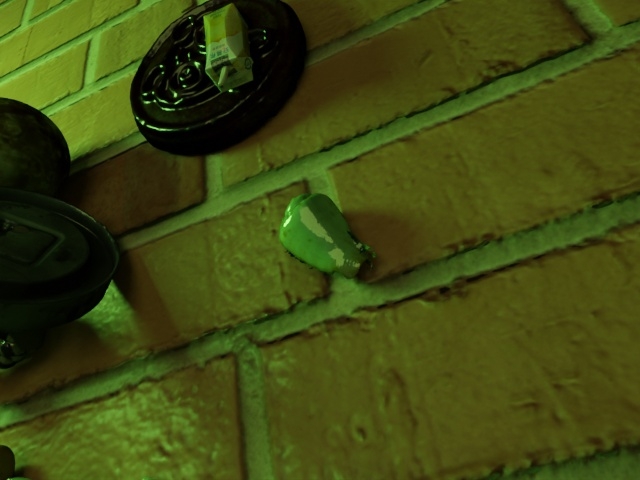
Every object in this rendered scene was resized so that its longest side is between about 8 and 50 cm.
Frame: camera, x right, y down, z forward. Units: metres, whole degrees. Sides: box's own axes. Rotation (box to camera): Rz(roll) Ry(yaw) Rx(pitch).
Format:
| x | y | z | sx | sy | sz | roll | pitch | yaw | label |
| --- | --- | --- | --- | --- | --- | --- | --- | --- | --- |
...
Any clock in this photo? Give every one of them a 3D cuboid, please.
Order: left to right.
| x | y | z | sx | sy | sz | roll | pitch | yaw | label |
| --- | --- | --- | --- | --- | --- | --- | --- | --- | --- |
| -0.496 | 0.019 | 0.777 | 0.319 | 0.319 | 0.066 | 46 | 120 | 36 | clock |

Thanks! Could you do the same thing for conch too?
| x | y | z | sx | sy | sz | roll | pitch | yaw | label |
| --- | --- | --- | --- | --- | --- | --- | --- | --- | --- |
| 0.000 | 0.000 | 0.698 | 0.105 | 0.079 | 0.170 | -49 | 60 | 11 | conch |

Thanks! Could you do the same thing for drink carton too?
| x | y | z | sx | sy | sz | roll | pitch | yaw | label |
| --- | --- | --- | --- | --- | --- | --- | --- | --- | --- |
| -0.164 | -0.327 | 0.861 | 0.084 | 0.074 | 0.200 | -15 | 62 | 13 | drink carton |

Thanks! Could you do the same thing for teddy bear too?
| x | y | z | sx | sy | sz | roll | pitch | yaw | label |
| --- | --- | --- | --- | --- | --- | --- | --- | --- | --- |
| -0.591 | 0.175 | 0.812 | 0.251 | 0.171 | 0.144 | -24 | 18 | 1 | teddy bear |

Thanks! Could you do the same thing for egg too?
| x | y | z | sx | sy | sz | roll | pitch | yaw | label |
| --- | --- | --- | --- | --- | --- | --- | --- | --- | --- |
| -0.636 | -0.167 | 0.965 | 0.238 | 0.238 | 0.289 | -51 | 24 | -9 | egg |

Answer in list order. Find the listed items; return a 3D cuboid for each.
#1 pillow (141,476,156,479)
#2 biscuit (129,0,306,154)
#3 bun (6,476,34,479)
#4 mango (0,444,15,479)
| x | y | z | sx | sy | sz | roll | pitch | yaw | label |
| --- | --- | --- | --- | --- | --- | --- | --- | --- | --- |
| -0.198 | 0.456 | 0.518 | 0.274 | 0.076 | 0.280 | 20 | 71 | 34 | pillow |
| -0.223 | -0.359 | 0.995 | 0.408 | 0.091 | 0.407 | -11 | 58 | 18 | biscuit |
| -0.391 | 0.429 | 0.556 | 0.287 | 0.146 | 0.287 | -47 | 17 | 20 | bun |
| -0.541 | 0.392 | 0.658 | 0.113 | 0.138 | 0.253 | 15 | 46 | 31 | mango |
